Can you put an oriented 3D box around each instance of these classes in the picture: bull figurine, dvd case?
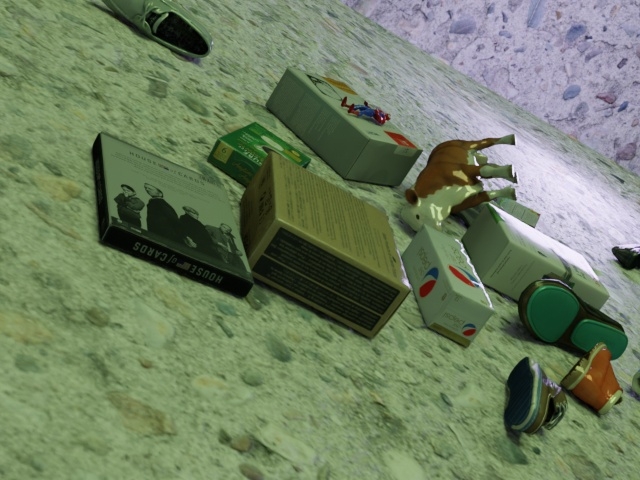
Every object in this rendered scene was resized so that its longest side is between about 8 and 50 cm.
[{"bbox_3d":[0.244,-0.104,1.780,0.189,0.101,0.310,-5,26,14],"label":"bull figurine"},{"bbox_3d":[-0.177,-0.035,1.203,0.179,0.029,0.238,24,21,-25],"label":"dvd case"}]

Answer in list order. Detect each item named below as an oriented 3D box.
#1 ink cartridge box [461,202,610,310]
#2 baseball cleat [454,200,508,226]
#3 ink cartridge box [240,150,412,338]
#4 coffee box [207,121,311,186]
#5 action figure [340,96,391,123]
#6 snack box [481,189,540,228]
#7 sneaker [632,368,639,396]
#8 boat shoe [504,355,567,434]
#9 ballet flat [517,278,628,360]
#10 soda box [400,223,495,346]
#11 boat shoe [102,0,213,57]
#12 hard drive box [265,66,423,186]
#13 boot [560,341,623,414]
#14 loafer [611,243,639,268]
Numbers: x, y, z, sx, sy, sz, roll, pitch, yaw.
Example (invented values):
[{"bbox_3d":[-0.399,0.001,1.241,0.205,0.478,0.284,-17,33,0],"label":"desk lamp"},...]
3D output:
[{"bbox_3d":[0.368,0.048,1.767,0.219,0.092,0.160,26,21,-18],"label":"ink cartridge box"},{"bbox_3d":[0.281,-0.074,1.954,0.206,0.072,0.109,34,20,0],"label":"baseball cleat"},{"bbox_3d":[0.000,0.000,1.308,0.193,0.088,0.234,29,19,-16],"label":"ink cartridge box"},{"bbox_3d":[-0.088,-0.121,1.530,0.113,0.040,0.184,34,19,2],"label":"coffee box"},{"bbox_3d":[0.086,-0.228,1.814,0.115,0.030,0.038,13,23,-48],"label":"action figure"},{"bbox_3d":[0.353,-0.066,2.031,0.100,0.037,0.141,25,-1,-26],"label":"snack box"},{"bbox_3d":[0.585,0.276,1.595,0.092,0.087,0.229,0,30,-47],"label":"sneaker"},{"bbox_3d":[0.278,0.201,1.299,0.066,0.066,0.183,35,19,1],"label":"boat shoe"},{"bbox_3d":[0.379,0.121,1.633,0.280,0.095,0.096,31,7,-39],"label":"ballet flat"},{"bbox_3d":[0.179,0.060,1.477,0.074,0.069,0.216,27,20,-17],"label":"soda box"},{"bbox_3d":[-0.286,-0.396,1.816,0.228,0.079,0.081,29,15,-23],"label":"boat shoe"},{"bbox_3d":[0.043,-0.204,1.863,0.232,0.089,0.181,45,23,28],"label":"hard drive box"},{"bbox_3d":[0.414,0.207,1.525,0.085,0.059,0.158,41,29,12],"label":"boot"},{"bbox_3d":[0.755,0.030,2.475,0.061,0.062,0.170,38,18,28],"label":"loafer"}]
